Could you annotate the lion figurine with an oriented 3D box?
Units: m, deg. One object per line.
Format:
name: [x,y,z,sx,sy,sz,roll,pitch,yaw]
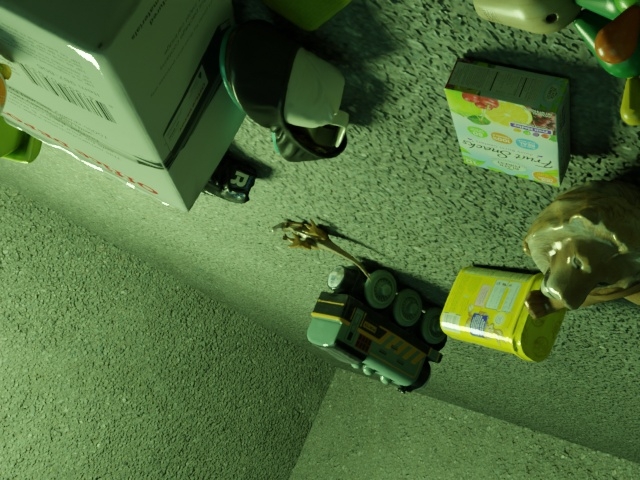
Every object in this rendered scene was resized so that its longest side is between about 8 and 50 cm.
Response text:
lion figurine: [0.367,0.045,0.793,0.392,0.142,0.240,14,162,-17]

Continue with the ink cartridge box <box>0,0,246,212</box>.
ink cartridge box: [-0.238,-0.207,0.728,0.285,0.166,0.395,28,167,6]

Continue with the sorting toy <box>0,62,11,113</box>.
sorting toy: [-0.282,-0.149,0.589,0.083,0.045,0.075,30,159,2]

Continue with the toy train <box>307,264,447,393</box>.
toy train: [0.123,0.181,1.531,0.334,0.190,0.142,34,164,-34]

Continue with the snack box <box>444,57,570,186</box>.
snack box: [0.175,-0.105,0.695,0.100,0.037,0.141,19,166,24]

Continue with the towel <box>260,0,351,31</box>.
towel: [-0.001,-0.224,0.591,0.102,0.021,0.237,30,165,-19]

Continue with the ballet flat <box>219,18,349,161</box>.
ballet flat: [-0.019,-0.148,0.786,0.096,0.095,0.280,12,174,11]

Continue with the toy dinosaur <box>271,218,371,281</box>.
toy dinosaur: [0.000,0.000,1.381,0.211,0.064,0.112,29,-173,23]

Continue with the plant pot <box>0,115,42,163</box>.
plant pot: [-0.480,-0.216,0.977,0.228,0.227,0.207,16,-171,27]

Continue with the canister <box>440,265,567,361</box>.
canister: [0.271,0.104,1.133,0.073,0.126,0.170,33,166,-31]

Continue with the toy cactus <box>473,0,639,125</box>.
toy cactus: [0.170,-0.142,0.471,0.219,0.112,0.180,25,179,-39]

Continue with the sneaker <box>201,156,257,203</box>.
sneaker: [-0.165,-0.116,1.179,0.121,0.079,0.217,17,173,18]
